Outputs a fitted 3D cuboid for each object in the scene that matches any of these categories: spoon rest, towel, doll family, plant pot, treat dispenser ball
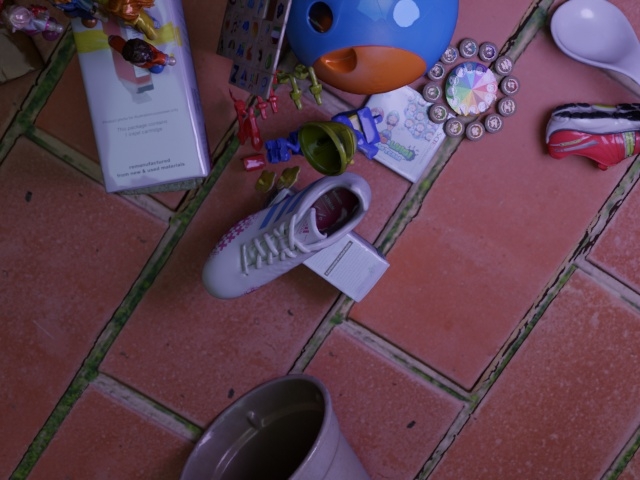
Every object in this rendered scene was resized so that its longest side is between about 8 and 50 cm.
[{"bbox_3d":[0.515,-0.317,1.659,0.137,0.084,0.276,-33,77,-12],"label":"spoon rest"},{"bbox_3d":[-0.289,-0.136,1.693,0.148,0.027,0.110,-8,103,-4],"label":"towel"},{"bbox_3d":[-0.315,-0.315,1.291,0.263,0.163,0.118,14,95,-4],"label":"doll family"},{"bbox_3d":[-0.036,0.466,1.721,0.334,0.334,0.305,-37,114,3],"label":"plant pot"},{"bbox_3d":[0.079,-0.381,1.541,0.288,0.288,0.288,-1,102,-5],"label":"treat dispenser ball"}]

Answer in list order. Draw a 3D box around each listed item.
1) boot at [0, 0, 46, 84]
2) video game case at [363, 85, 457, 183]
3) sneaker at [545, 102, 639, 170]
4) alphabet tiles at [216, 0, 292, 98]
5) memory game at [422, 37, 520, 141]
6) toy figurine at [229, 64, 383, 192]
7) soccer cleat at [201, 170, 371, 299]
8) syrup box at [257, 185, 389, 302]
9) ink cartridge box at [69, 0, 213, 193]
[{"bbox_3d":[-0.633,-0.380,1.597,0.264,0.096,0.280,-18,110,-9],"label":"boot"},{"bbox_3d":[0.145,-0.203,1.723,0.157,0.019,0.143,31,97,-10],"label":"video game case"},{"bbox_3d":[0.546,-0.183,1.739,0.279,0.107,0.118,4,120,-3],"label":"sneaker"},{"bbox_3d":[-0.113,-0.348,1.564,0.009,0.237,0.198,7,104,-30],"label":"alphabet tiles"},{"bbox_3d":[0.273,-0.271,1.713,0.186,0.012,0.186,-1,96,-10],"label":"memory game"},{"bbox_3d":[0.020,-0.204,1.584,0.217,0.362,0.191,-16,96,-26],"label":"toy figurine"},{"bbox_3d":[-0.061,-0.008,1.585,0.331,0.143,0.116,-35,103,3],"label":"soccer cleat"},{"bbox_3d":[0.000,0.000,1.715,0.237,0.093,0.096,37,97,-11],"label":"syrup box"},{"bbox_3d":[-0.287,-0.282,1.520,0.160,0.279,0.384,-10,97,-2],"label":"ink cartridge box"}]
